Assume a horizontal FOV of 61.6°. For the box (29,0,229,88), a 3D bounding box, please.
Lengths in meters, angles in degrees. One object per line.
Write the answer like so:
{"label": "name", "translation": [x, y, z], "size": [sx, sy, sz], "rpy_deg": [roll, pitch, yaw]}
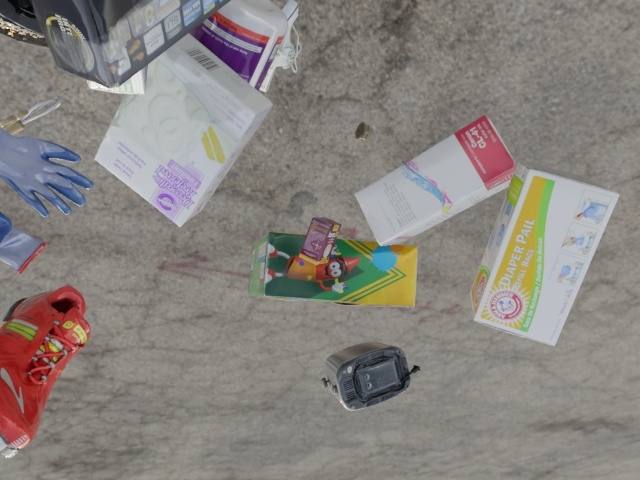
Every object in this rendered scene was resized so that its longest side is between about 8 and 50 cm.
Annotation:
{"label": "box", "translation": [-0.167, -0.406, 0.579], "size": [0.097, 0.394, 0.318], "rpy_deg": [25, 144, 14]}

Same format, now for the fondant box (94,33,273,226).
{"label": "fondant box", "translation": [-0.288, -0.223, 1.106], "size": [0.238, 0.096, 0.330], "rpy_deg": [39, 122, -4]}

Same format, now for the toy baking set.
{"label": "toy baking set", "translation": [-0.577, -0.204, 0.994], "size": [0.197, 0.256, 0.030], "rpy_deg": [-17, 117, 28]}

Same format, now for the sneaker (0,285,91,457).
{"label": "sneaker", "translation": [-0.338, 0.129, 0.641], "size": [0.119, 0.279, 0.107], "rpy_deg": [-26, 119, -6]}

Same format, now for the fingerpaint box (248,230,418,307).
{"label": "fingerpaint box", "translation": [0.008, 0.092, 1.466], "size": [0.372, 0.163, 0.445], "rpy_deg": [6, 174, -12]}

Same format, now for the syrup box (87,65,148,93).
{"label": "syrup box", "translation": [-0.335, -0.373, 0.903], "size": [0.097, 0.236, 0.093], "rpy_deg": [2, 161, -12]}

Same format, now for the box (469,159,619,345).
{"label": "box", "translation": [0.275, 0.013, 0.687], "size": [0.103, 0.114, 0.203], "rpy_deg": [17, 107, 8]}

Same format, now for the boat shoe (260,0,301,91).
{"label": "boat shoe", "translation": [-0.135, -0.642, 1.841], "size": [0.157, 0.135, 0.367], "rpy_deg": [32, 136, -13]}

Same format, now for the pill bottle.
{"label": "pill bottle", "translation": [-0.212, -0.375, 1.167], "size": [0.182, 0.181, 0.322], "rpy_deg": [11, 128, -32]}

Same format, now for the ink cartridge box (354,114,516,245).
{"label": "ink cartridge box", "translation": [0.254, -0.116, 1.151], "size": [0.306, 0.131, 0.226], "rpy_deg": [-28, 171, 18]}

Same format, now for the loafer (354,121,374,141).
{"label": "loafer", "translation": [0.135, -0.324, 1.610], "size": [0.050, 0.148, 0.056], "rpy_deg": [23, 108, -6]}

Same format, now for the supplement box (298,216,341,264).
{"label": "supplement box", "translation": [0.000, 0.000, 1.029], "size": [0.055, 0.043, 0.083], "rpy_deg": [-5, 117, -65]}

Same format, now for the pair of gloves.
{"label": "pair of gloves", "translation": [-0.389, -0.051, 0.654], "size": [0.159, 0.198, 0.023], "rpy_deg": [31, 154, -8]}

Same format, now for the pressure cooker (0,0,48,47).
{"label": "pressure cooker", "translation": [-0.437, -0.463, 0.701], "size": [0.376, 0.421, 0.369], "rpy_deg": [-18, 127, -53]}

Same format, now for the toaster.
{"label": "toaster", "translation": [0.118, 0.327, 1.344], "size": [0.227, 0.129, 0.146], "rpy_deg": [-16, -174, -20]}
